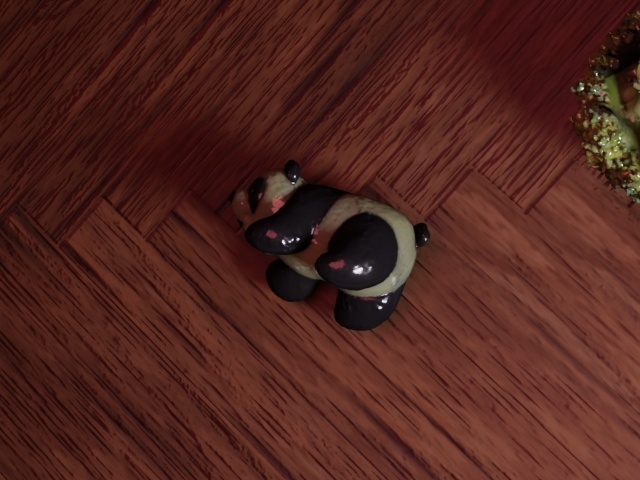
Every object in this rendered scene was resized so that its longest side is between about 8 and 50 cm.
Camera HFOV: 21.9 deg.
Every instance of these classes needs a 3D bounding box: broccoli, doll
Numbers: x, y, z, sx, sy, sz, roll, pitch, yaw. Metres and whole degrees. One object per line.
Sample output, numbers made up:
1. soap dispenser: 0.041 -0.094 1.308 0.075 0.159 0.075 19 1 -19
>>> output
1. broccoli: 0.376 -0.155 1.796 0.198 0.176 0.226 21 102 15
2. doll: 0.002 0.001 1.910 0.234 0.143 0.135 20 63 21
